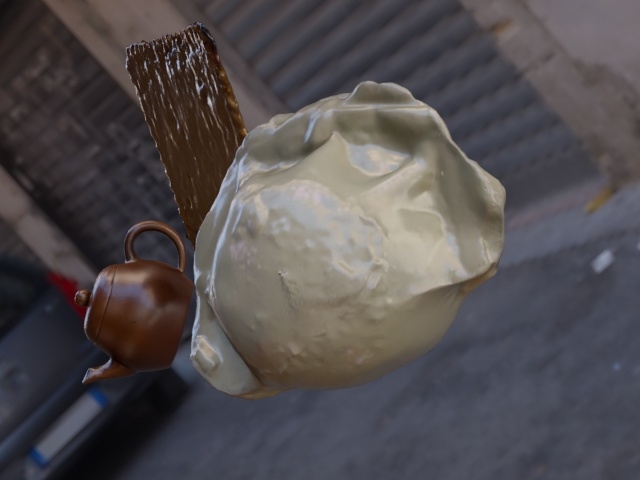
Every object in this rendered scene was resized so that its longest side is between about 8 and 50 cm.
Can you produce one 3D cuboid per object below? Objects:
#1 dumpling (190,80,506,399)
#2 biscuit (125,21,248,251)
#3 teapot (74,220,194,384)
[{"bbox_3d":[0.000,0.000,1.103,0.258,0.193,0.147,-37,-24,30],"label":"dumpling"},{"bbox_3d":[-0.101,-0.072,1.528,0.013,0.237,0.232,-24,10,-23],"label":"biscuit"},{"bbox_3d":[-0.185,0.064,1.673,0.116,0.116,0.173,179,107,-78],"label":"teapot"}]
